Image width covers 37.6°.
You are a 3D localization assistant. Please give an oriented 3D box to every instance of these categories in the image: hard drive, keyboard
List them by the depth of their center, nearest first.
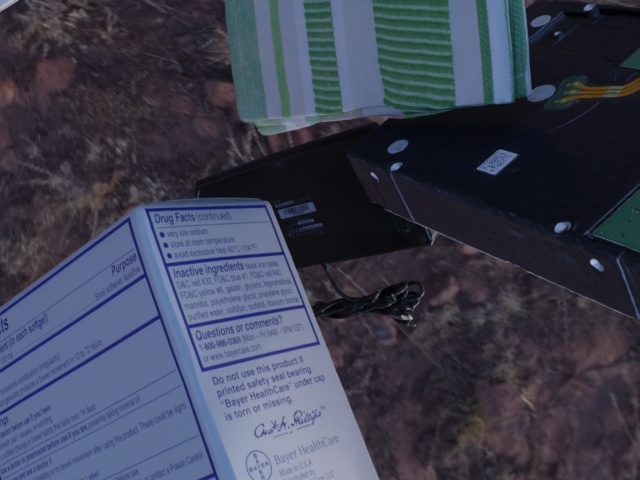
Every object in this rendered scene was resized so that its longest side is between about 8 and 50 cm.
[{"bbox_3d":[0.202,-0.074,0.670,0.237,0.339,0.064,-40,122,-16],"label":"hard drive"},{"bbox_3d":[0.000,0.000,0.958,0.033,0.317,0.201,-32,104,-38],"label":"keyboard"}]

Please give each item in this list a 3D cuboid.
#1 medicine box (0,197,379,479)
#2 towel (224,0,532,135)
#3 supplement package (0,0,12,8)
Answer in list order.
[{"bbox_3d":[-0.123,0.150,0.738,0.149,0.263,0.289,-5,69,-52],"label":"medicine box"},{"bbox_3d":[0.026,-0.216,0.762,0.038,0.325,0.247,-13,100,-39],"label":"towel"},{"bbox_3d":[-0.386,-0.331,1.049,0.194,0.203,0.149,-34,112,-3],"label":"supplement package"}]
